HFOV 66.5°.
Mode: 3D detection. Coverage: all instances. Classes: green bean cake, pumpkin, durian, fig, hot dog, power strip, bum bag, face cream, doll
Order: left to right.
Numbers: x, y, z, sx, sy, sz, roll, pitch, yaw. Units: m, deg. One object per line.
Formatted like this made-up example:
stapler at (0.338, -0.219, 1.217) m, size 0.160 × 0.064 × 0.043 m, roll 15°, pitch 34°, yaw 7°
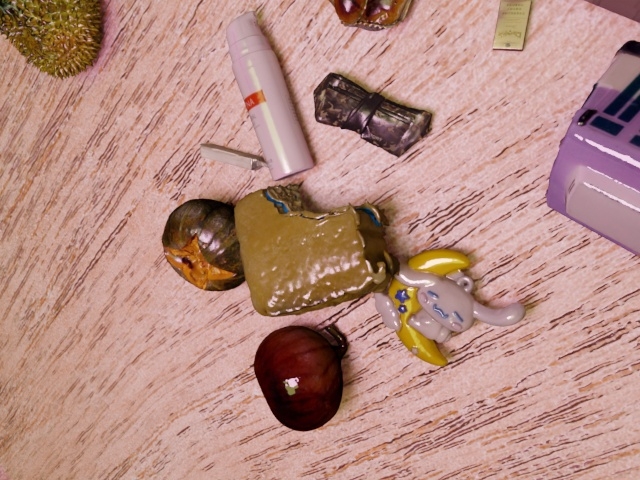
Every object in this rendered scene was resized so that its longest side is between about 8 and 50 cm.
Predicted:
durian at (-0.653, -0.540, 1.160) m, size 0.292 × 0.225 × 0.290 m, roll 6°, pitch 108°, yaw 18°
pumpkin at (-0.250, 0.010, 1.130) m, size 0.238 × 0.159 × 0.237 m, roll 16°, pitch 140°, yaw 14°
power strip at (-0.203, -0.194, 1.137) m, size 0.191 × 0.047 × 0.030 m, roll 18°, pitch 112°, yaw 20°
face cream at (-0.115, -0.304, 1.045) m, size 0.102 × 0.102 × 0.345 m, roll -19°, pitch 93°, yaw 26°
fig at (-0.040, 0.303, 1.087) m, size 0.215 × 0.235 × 0.234 m, roll 2°, pitch 105°, yaw -15°
green bean cake at (0.000, 0.000, 1.012) m, size 0.310 × 0.202 × 0.284 m, roll -16°, pitch 76°, yaw 25°
bum bag at (0.095, -0.251, 0.982) m, size 0.248 × 0.069 × 0.102 m, roll 27°, pitch 95°, yaw 15°
hot dog at (0.122, -0.521, 0.901) m, size 0.163 × 0.082 × 0.270 m, roll 32°, pitch 111°, yaw 20°
doll at (0.236, 0.130, 0.981) m, size 0.252 × 0.111 × 0.237 m, roll 47°, pitch 114°, yaw 18°

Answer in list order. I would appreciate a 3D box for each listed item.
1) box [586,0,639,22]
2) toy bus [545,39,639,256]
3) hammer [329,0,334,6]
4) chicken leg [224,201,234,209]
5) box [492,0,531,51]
box at (0.462, -0.394, 0.688) m, size 0.203 × 0.252 × 0.106 m, roll 33°, pitch 113°, yaw 14°
toy bus at (0.541, -0.065, 0.656) m, size 0.249 × 0.209 × 0.440 m, roll -44°, pitch 59°, yaw -13°
hammer at (-0.006, -0.527, 0.996) m, size 0.062 × 0.017 × 0.182 m, roll -38°, pitch 86°, yaw 26°
chicken leg at (-0.238, -0.060, 1.196) m, size 0.036 × 0.021 × 0.083 m, roll 29°, pitch 114°, yaw -7°
box at (0.341, -0.383, 0.870) m, size 0.053 × 0.024 × 0.083 m, roll 13°, pitch 107°, yaw 21°
